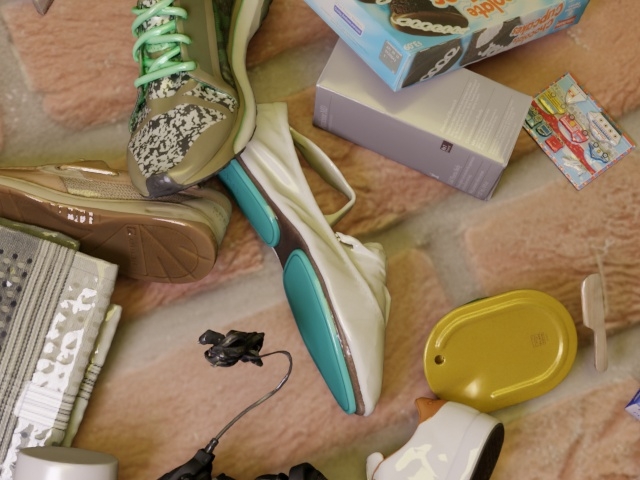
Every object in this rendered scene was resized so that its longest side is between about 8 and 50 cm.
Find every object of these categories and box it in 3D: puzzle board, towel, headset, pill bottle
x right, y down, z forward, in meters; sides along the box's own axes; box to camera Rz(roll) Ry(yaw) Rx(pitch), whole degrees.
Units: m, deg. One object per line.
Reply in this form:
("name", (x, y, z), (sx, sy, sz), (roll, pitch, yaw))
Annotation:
("puzzle board", (0.314, -0.138, 1.326), (0.096, 0.011, 0.128), (-36, 79, -11))
("towel", (-0.399, 0.124, 1.178), (0.312, 0.056, 0.324), (19, 90, 6))
("headset", (-0.086, 0.289, 1.084), (0.243, 0.185, 0.394), (2, 84, 10))
("pill bottle", (-0.271, 0.331, 1.085), (0.131, 0.131, 0.229), (7, 87, 0))

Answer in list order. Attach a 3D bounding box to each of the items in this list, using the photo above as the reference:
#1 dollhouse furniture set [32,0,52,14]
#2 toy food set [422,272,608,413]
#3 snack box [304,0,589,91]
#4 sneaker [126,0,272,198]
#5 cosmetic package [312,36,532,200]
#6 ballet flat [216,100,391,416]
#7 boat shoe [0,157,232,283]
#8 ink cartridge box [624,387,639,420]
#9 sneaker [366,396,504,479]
("dollhouse furniture set", (-0.400, -0.394, 1.310), (0.183, 0.129, 0.129), (25, 75, 6))
("toy food set", (0.217, 0.115, 1.227), (0.218, 0.071, 0.128), (-15, 99, -4))
("snack box", (0.151, -0.293, 1.257), (0.322, 0.060, 0.187), (-25, 62, -34))
("sneaker", (-0.169, -0.229, 1.193), (0.158, 0.182, 0.410), (-15, 50, 24))
("cosmetic package", (0.115, -0.152, 1.264), (0.238, 0.127, 0.107), (21, 74, 6))
("ballet flat", (0.000, 0.000, 1.221), (0.139, 0.139, 0.400), (-26, 73, -9))
("boat shoe", (-0.273, -0.031, 1.232), (0.341, 0.122, 0.110), (11, 39, 6))
("ink cartridge box", (0.460, 0.216, 1.212), (0.207, 0.046, 0.097), (38, 75, 8))
("sneaker", (0.088, 0.307, 1.159), (0.123, 0.106, 0.290), (20, 74, 27))
